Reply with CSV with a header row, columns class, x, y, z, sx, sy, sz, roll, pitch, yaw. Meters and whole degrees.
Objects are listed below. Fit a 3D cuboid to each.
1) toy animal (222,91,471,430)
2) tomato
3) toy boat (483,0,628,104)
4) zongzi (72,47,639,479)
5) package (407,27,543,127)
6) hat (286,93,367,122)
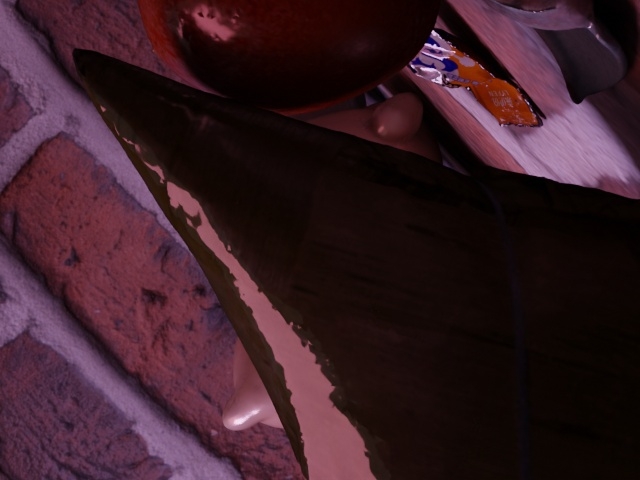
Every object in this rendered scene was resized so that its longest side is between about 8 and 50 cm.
class,x,y,z,sx,sy,sz,roll,pitch,yaw
toy animal,-0.005,-0.008,1.231,0.247,0.345,0.277,42,-163,-23
tomato,-0.019,-0.138,0.662,0.167,0.167,0.167,46,180,0
toy boat,0.111,-0.091,0.557,0.122,0.034,0.096,34,-171,-46
zongzi,0.008,0.095,0.632,0.360,0.323,0.160,18,176,-11
package,0.089,-0.109,0.802,0.110,0.033,0.077,32,162,-20
hat,-0.049,-0.124,1.344,0.161,0.232,0.275,22,-173,24
